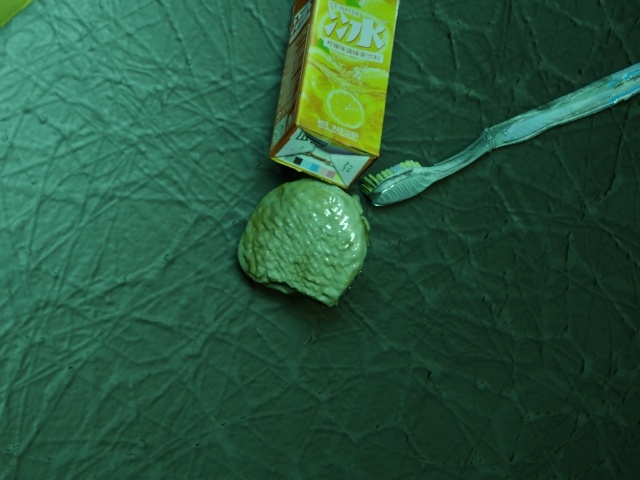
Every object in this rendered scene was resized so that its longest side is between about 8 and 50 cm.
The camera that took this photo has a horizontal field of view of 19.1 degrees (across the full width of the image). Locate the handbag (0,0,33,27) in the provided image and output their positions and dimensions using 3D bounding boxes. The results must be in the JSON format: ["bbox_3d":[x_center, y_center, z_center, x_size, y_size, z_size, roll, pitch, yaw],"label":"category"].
[{"bbox_3d":[-0.318,-0.361,1.700,0.283,0.401,0.133,-41,63,-17],"label":"handbag"}]

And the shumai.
[{"bbox_3d":[0.001,-0.004,1.945,0.145,0.116,0.145,5,103,25],"label":"shumai"}]

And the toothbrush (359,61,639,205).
[{"bbox_3d":[0.228,-0.127,2.059,0.413,0.042,0.035,-23,134,-18],"label":"toothbrush"}]

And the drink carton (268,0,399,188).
[{"bbox_3d":[0.015,-0.170,1.917,0.096,0.071,0.223,22,54,-17],"label":"drink carton"}]
